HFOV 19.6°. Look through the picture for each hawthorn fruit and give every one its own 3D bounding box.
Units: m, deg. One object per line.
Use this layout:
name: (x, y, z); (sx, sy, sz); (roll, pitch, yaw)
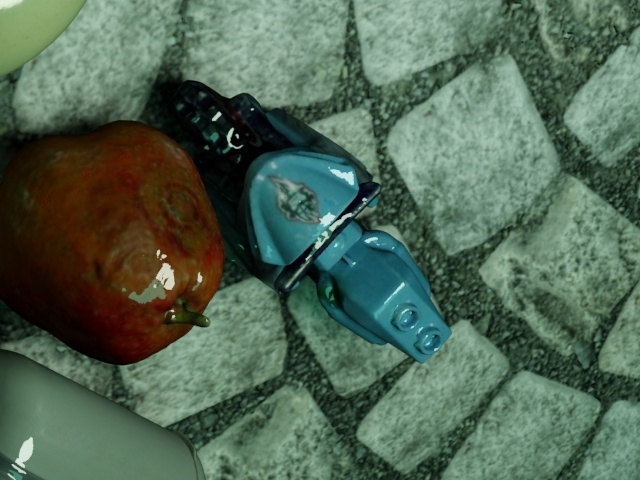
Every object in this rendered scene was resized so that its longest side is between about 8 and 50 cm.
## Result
hawthorn fruit: (-0.190, 0.012, 1.734); (0.224, 0.261, 0.224); (-20, 134, -23)

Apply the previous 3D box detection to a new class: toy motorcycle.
toy motorcycle: (0.000, 0.000, 1.859); (0.172, 0.232, 0.416); (-45, 131, -3)

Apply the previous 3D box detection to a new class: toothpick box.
toothpick box: (-0.282, 0.239, 1.840); (0.229, 0.229, 0.316); (-50, 130, 6)

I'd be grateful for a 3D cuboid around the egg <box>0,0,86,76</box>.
egg: (-0.298, -0.231, 1.568); (0.253, 0.188, 0.188); (-32, 130, -24)
